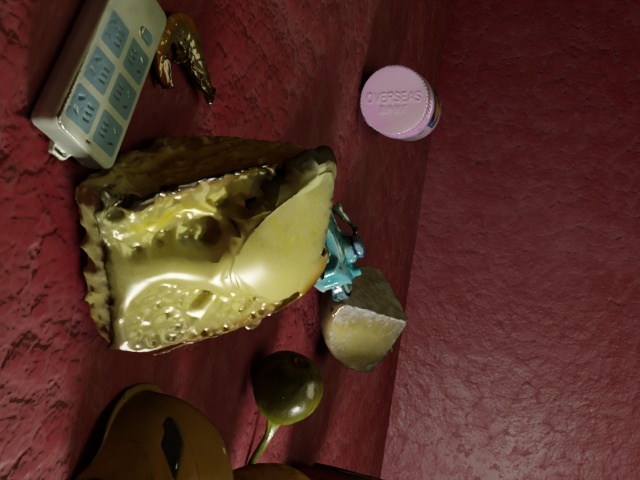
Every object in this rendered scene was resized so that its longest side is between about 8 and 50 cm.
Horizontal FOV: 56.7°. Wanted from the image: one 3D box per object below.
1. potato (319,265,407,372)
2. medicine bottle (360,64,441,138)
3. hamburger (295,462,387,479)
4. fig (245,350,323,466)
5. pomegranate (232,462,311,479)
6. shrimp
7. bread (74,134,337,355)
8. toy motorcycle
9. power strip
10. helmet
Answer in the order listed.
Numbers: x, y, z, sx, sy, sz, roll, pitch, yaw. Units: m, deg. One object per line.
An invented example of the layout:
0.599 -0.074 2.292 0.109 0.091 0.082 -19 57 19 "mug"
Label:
0.051 0.173 1.421 0.264 0.211 0.189 19 121 -41 "potato"
0.217 -0.356 1.565 0.290 0.178 0.178 -23 119 -72 "medicine bottle"
0.062 0.637 1.285 0.330 0.330 0.250 57 45 -66 "hamburger"
-0.076 0.307 1.040 0.236 0.124 0.124 -70 167 14 "fig"
-0.088 0.439 0.837 0.248 0.248 0.248 8 90 -74 "pomegranate"
-0.150 -0.189 0.665 0.127 0.025 0.091 66 36 -54 "shrimp"
-0.120 -0.002 0.628 0.262 0.162 0.204 -11 117 -28 "bread"
0.000 0.000 1.090 0.260 0.154 0.206 44 32 -65 "toy motorcycle"
-0.191 -0.157 0.529 0.081 0.035 0.192 58 42 -62 "power strip"
-0.167 0.281 0.656 0.198 0.130 0.224 31 67 -76 "helmet"
